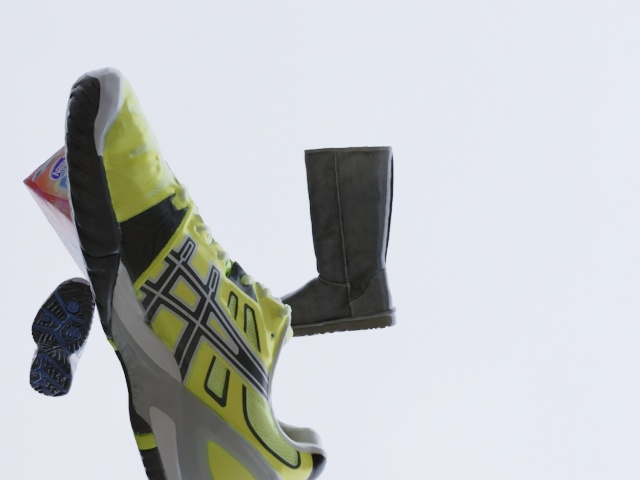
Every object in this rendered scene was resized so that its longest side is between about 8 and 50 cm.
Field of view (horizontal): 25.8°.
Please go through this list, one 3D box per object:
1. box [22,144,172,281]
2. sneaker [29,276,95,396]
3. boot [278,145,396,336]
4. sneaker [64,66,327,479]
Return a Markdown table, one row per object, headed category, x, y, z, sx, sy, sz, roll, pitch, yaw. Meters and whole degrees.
| category | x | y | z | sx | sy | sz | roll | pitch | yaw |
| --- | --- | --- | --- | --- | --- | --- | --- | --- | --- |
| box | -0.254 | -0.001 | 1.892 | 0.154 | 0.142 | 0.300 | 33 | -21 | 36 |
| sneaker | -0.355 | 0.120 | 1.915 | 0.081 | 0.080 | 0.211 | -83 | -165 | -49 |
| boot | -0.001 | 0.000 | 1.587 | 0.076 | 0.189 | 0.209 | -126 | -150 | -80 |
| sneaker | -0.107 | 0.044 | 1.123 | 0.145 | 0.147 | 0.385 | -141 | -145 | -77 |
